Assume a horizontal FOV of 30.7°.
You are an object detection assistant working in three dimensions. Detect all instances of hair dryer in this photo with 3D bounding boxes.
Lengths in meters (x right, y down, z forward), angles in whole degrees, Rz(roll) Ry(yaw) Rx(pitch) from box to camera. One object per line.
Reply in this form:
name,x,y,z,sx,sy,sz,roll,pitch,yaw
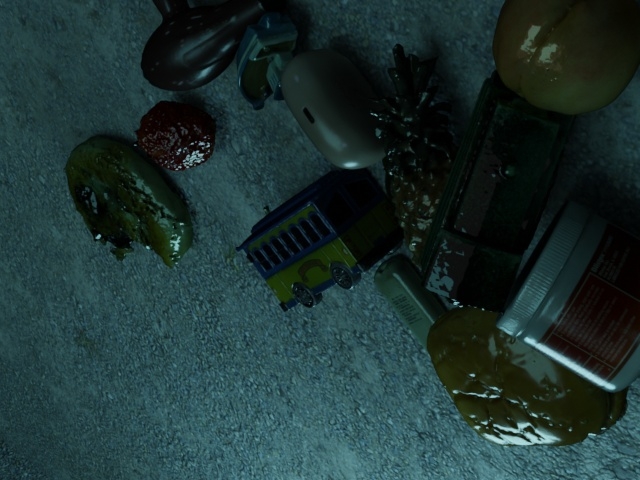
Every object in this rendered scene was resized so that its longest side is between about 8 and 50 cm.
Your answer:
hair dryer,-0.229,-0.431,1.889,0.312,0.123,0.340,-28,89,44

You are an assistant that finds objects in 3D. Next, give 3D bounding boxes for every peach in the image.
peach,0.294,-0.243,1.384,0.184,0.184,0.184,30,141,28

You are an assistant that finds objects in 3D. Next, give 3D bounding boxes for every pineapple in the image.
pineapple,0.149,-0.122,1.672,0.169,0.169,0.340,-2,119,49

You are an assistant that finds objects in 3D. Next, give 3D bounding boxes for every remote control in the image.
remote control,0.200,0.161,1.981,0.309,0.038,0.090,52,145,-3

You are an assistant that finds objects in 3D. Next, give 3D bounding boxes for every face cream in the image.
face cream,0.361,0.075,1.548,0.187,0.201,0.201,30,143,6

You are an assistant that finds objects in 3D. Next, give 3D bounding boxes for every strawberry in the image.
strawberry,-0.255,-0.186,2.102,0.148,0.131,0.131,19,135,49

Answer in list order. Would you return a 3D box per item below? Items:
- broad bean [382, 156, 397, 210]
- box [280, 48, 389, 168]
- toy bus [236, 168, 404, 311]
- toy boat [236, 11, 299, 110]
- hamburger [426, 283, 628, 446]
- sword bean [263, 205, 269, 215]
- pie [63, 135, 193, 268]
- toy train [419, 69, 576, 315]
broad bean,0.137,-0.072,1.836,0.069,0.039,0.227,9,129,53
box,0.026,-0.197,1.743,0.088,0.146,0.200,-42,76,39
toy bus,0.000,0.000,1.971,0.175,0.138,0.287,53,146,-5
toy boat,-0.080,-0.264,1.828,0.215,0.088,0.102,123,128,-64
hamburger,0.319,0.201,1.781,0.318,0.158,0.319,30,143,26
sword bean,-0.092,-0.027,2.162,0.012,0.012,0.083,16,132,40
pie,-0.407,-0.079,2.417,0.371,0.078,0.297,5,124,48
toy train,0.231,-0.055,1.514,0.138,0.178,0.330,19,106,3
